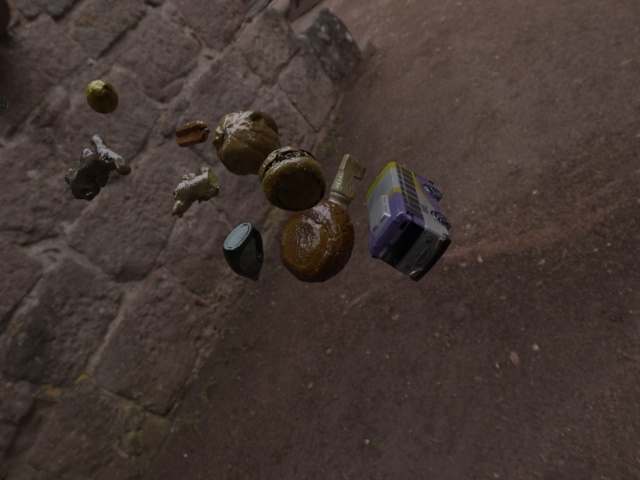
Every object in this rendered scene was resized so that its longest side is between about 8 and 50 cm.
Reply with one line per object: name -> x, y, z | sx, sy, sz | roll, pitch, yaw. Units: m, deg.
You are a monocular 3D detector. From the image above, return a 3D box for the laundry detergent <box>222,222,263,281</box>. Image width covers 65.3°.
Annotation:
laundry detergent -> -0.216, 0.049, 1.502 | 0.063, 0.211, 0.137 | 19, 59, 25

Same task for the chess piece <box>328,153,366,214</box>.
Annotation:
chess piece -> 0.101, -0.222, 2.188 | 0.137, 0.137, 0.301 | 22, 92, 58

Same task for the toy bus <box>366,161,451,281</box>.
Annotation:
toy bus -> 0.298, -0.084, 1.793 | 0.209, 0.249, 0.440 | -55, 16, 30

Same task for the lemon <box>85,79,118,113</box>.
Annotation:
lemon -> -0.579, -0.378, 1.326 | 0.082, 0.082, 0.110 | -57, 4, -21

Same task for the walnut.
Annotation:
walnut -> -0.247, -0.340, 1.757 | 0.257, 0.257, 0.224 | -47, 61, -5

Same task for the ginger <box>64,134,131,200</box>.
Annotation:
ginger -> -0.692, -0.216, 1.510 | 0.333, 0.166, 0.080 | -24, -4, 41

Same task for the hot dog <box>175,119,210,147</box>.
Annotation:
hot dog -> -0.488, -0.410, 1.927 | 0.235, 0.062, 0.092 | 6, 100, 48

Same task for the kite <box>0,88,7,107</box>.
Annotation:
kite -> -0.641, -0.310, 0.859 | 0.012, 0.250, 0.229 | -8, 67, 12

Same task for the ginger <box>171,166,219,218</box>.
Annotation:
ginger -> -0.480, -0.183, 1.862 | 0.213, 0.137, 0.074 | -33, -15, -3

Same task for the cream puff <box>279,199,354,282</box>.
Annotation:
cream puff -> 0.000, 0.000, 1.811 | 0.303, 0.212, 0.303 | -2, 87, 40

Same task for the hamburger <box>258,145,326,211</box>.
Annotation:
hamburger -> -0.068, -0.146, 1.291 | 0.113, 0.177, 0.186 | 55, 142, 42
